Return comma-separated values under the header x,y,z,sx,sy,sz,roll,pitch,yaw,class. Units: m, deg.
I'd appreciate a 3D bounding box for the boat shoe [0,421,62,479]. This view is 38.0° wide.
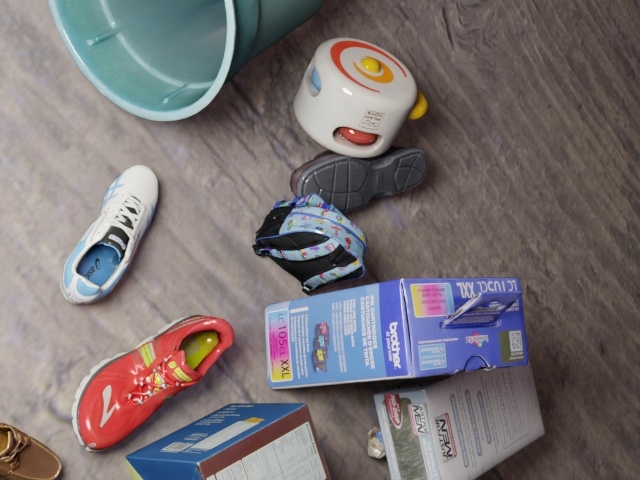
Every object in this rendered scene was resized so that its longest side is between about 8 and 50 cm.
x,y,z,sx,sy,sz,roll,pitch,yaw,class
-0.409,0.270,1.198,0.178,0.060,0.064,36,61,-30,boat shoe

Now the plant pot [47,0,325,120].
x,y,z,sx,sy,sz,roll,pitch,yaw,class
-0.165,-0.395,1.372,0.334,0.341,0.341,-40,108,-45,plant pot

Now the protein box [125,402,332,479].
x,y,z,sx,sy,sz,roll,pitch,yaw,class
-0.130,0.333,1.331,0.201,0.199,0.136,-21,96,-41,protein box

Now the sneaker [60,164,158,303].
x,y,z,sx,sy,sz,roll,pitch,yaw,class
-0.290,-0.011,1.335,0.085,0.086,0.237,39,58,-27,sneaker

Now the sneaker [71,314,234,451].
x,y,z,sx,sy,sz,roll,pitch,yaw,class
-0.234,0.189,1.323,0.279,0.118,0.107,-43,109,-37,sneaker

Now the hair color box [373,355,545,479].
x,y,z,sx,sy,sz,roll,pitch,yaw,class
0.263,0.319,1.690,0.374,0.113,0.186,-11,89,-51,hair color box

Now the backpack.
x,y,z,sx,sy,sz,roll,pitch,yaw,class
0.000,0.000,1.521,0.158,0.173,0.117,40,59,-27,backpack

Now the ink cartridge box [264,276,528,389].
x,y,z,sx,sy,sz,roll,pitch,yaw,class
0.136,0.145,1.462,0.270,0.395,0.151,1,81,-41,ink cartridge box

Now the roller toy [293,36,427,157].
x,y,z,sx,sy,sz,roll,pitch,yaw,class
0.064,-0.249,1.591,0.209,0.146,0.191,39,40,12,roller toy

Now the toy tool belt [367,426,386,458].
x,y,z,sx,sy,sz,roll,pitch,yaw,class
0.116,0.348,1.637,0.083,0.052,0.051,-14,100,-42,toy tool belt

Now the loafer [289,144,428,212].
x,y,z,sx,sy,sz,roll,pitch,yaw,class
0.059,-0.120,1.665,0.302,0.095,0.109,-13,121,-37,loafer
